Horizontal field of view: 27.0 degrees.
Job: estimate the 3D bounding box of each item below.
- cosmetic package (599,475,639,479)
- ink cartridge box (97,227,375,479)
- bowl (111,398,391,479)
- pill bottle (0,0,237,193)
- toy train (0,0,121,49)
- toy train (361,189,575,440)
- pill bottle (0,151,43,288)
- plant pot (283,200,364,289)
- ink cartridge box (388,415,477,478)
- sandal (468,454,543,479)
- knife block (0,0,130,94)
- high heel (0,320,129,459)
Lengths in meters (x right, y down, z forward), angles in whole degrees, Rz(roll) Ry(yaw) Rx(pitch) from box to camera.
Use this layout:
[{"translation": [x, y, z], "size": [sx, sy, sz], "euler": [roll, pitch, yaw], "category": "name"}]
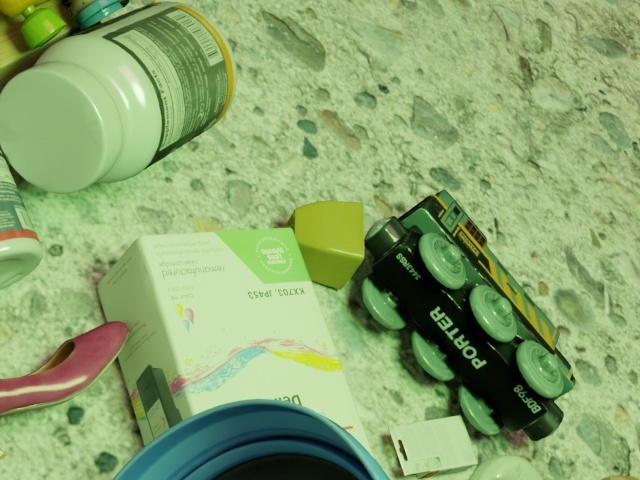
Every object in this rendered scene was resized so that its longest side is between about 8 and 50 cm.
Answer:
[{"translation": [0.369, 0.436, 1.543], "size": [0.129, 0.153, 0.296], "euler": [7, 57, -31], "category": "cosmetic package"}, {"translation": [-0.080, 0.170, 1.403], "size": [0.207, 0.119, 0.353], "euler": [-4, 65, -38], "category": "ink cartridge box"}, {"translation": [-0.073, 0.331, 1.137], "size": [0.077, 0.391, 0.391], "euler": [35, 42, -45], "category": "bowl"}, {"translation": [-0.217, -0.156, 1.447], "size": [0.162, 0.162, 0.278], "euler": [48, 32, 0], "category": "pill bottle"}, {"translation": [-0.325, -0.261, 1.399], "size": [0.248, 0.105, 0.143], "euler": [-41, 101, -44], "category": "toy train"}, {"translation": [0.187, 0.089, 1.638], "size": [0.334, 0.142, 0.190], "euler": [48, 31, -4], "category": "toy train"}, {"translation": [-0.360, -0.043, 1.343], "size": [0.108, 0.108, 0.180], "euler": [-13, 70, -41], "category": "pill bottle"}, {"translation": [0.000, 0.000, 1.603], "size": [0.083, 0.081, 0.081], "euler": [12, 55, -17], "category": "plant pot"}, {"translation": [0.126, 0.245, 1.570], "size": [0.115, 0.029, 0.062], "euler": [-3, 64, -36], "category": "ink cartridge box"}, {"translation": [0.130, 0.421, 1.410], "size": [0.169, 0.102, 0.416], "euler": [47, 60, -28], "category": "sandal"}, {"translation": [-0.332, -0.225, 1.494], "size": [0.242, 0.088, 0.275], "euler": [13, 55, -29], "category": "knife block"}, {"translation": [-0.298, 0.123, 1.303], "size": [0.244, 0.082, 0.117], "euler": [-41, 99, -32], "category": "high heel"}]
